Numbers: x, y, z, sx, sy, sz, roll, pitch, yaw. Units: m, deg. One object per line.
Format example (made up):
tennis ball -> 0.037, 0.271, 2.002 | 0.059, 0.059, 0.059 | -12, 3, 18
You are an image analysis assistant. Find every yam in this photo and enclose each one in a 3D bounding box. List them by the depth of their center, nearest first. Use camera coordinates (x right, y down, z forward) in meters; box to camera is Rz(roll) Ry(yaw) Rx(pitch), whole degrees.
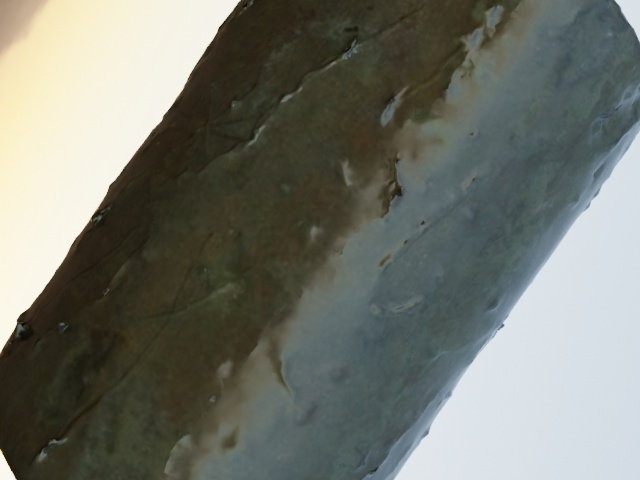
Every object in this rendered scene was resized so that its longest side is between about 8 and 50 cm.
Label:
yam -> 0.000, 0.000, 0.620 | 0.268, 0.161, 0.161 | -56, -167, -1
